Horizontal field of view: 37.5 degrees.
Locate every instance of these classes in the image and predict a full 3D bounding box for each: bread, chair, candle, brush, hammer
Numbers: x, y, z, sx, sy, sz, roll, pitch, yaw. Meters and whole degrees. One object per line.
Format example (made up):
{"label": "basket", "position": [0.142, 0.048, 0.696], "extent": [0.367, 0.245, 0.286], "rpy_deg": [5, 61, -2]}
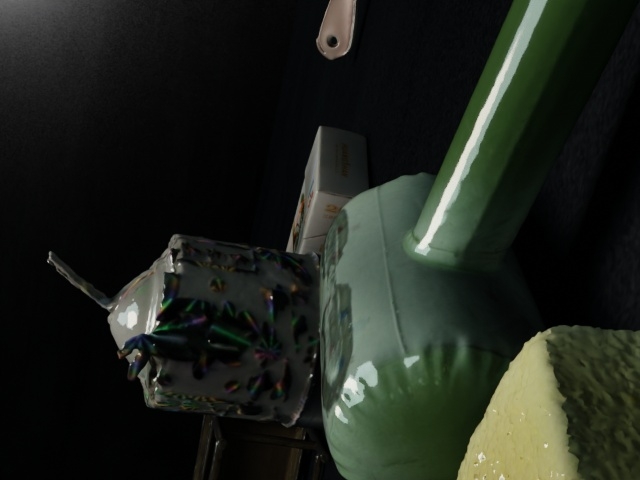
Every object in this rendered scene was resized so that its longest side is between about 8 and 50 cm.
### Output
{"label": "bread", "position": [0.096, 0.132, 0.324], "extent": [0.188, 0.068, 0.125], "rpy_deg": [-89, 12, -52]}
{"label": "chair", "position": [-0.079, 0.269, 1.136], "extent": [0.260, 0.141, 0.154], "rpy_deg": [-149, 70, -78]}
{"label": "candle", "position": [-0.113, 0.084, 0.951], "extent": [0.187, 0.330, 0.187], "rpy_deg": [-170, 90, -74]}
{"label": "brush", "position": [0.056, -0.401, 1.301], "extent": [0.067, 0.072, 0.313], "rpy_deg": [-42, -32, -60]}
{"label": "hammer", "position": [0.094, -0.040, 0.454], "extent": [0.206, 0.119, 0.335], "rpy_deg": [-94, 23, -59]}

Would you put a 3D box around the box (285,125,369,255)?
{"label": "box", "position": [0.000, -0.001, 1.143], "extent": [0.149, 0.067, 0.233], "rpy_deg": [-92, 15, -54]}
